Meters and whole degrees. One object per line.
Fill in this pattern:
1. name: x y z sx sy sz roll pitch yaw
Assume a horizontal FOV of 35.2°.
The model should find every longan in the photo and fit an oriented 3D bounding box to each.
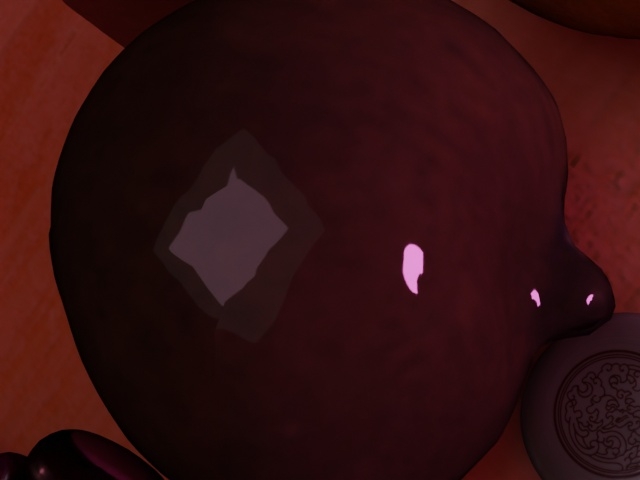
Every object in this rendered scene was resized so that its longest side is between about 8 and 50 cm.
1. longan: 0.000 0.000 0.520 0.300 0.243 0.300 -2 80 12

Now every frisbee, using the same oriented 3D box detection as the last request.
1. frisbee: 0.156 0.090 0.526 0.110 0.014 0.110 -11 68 29

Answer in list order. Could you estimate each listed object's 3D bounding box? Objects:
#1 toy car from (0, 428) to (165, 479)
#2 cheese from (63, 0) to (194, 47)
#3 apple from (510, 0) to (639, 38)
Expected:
1. toy car: -0.080 0.265 0.482 0.341 0.240 0.271 32 89 47
2. cheese: -0.052 -0.224 0.707 0.177 0.128 0.202 11 75 32
3. apple: 0.171 -0.225 0.514 0.261 0.194 0.260 -15 69 46
